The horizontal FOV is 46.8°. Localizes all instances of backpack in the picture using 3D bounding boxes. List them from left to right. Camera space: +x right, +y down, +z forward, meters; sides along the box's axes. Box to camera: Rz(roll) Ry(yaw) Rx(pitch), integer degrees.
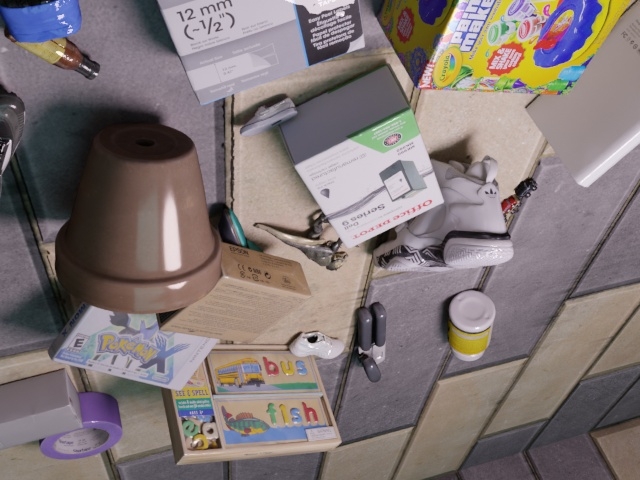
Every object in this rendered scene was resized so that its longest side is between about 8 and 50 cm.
[{"bbox_3d":[-0.329,-0.286,0.877,0.098,0.120,0.101,-18,145,-7],"label":"backpack"}]

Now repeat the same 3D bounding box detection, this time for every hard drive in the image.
[{"bbox_3d":[0.524,-0.267,1.287,0.040,0.203,0.307,13,132,-40],"label":"hard drive"}]

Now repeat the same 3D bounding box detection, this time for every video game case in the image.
[{"bbox_3d":[-0.314,0.148,1.456,0.300,0.036,0.329,-53,138,7],"label":"video game case"}]

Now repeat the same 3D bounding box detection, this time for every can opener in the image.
[{"bbox_3d":[0.140,0.272,1.899,0.076,0.095,0.283,-17,145,-9],"label":"can opener"}]

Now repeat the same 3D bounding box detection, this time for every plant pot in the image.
[{"bbox_3d":[-0.272,-0.051,1.146,0.263,0.263,0.229,-3,123,-25],"label":"plant pot"}]

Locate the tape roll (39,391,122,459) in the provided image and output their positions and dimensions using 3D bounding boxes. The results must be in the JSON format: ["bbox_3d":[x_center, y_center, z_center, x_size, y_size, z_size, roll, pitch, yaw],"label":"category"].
[{"bbox_3d":[-0.572,0.443,1.761,0.189,0.080,0.189,-14,144,-11],"label":"tape roll"}]

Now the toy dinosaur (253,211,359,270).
[{"bbox_3d":[0.000,0.000,1.495,0.118,0.064,0.268,-32,141,26],"label":"toy dinosaur"}]

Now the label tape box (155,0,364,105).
[{"bbox_3d":[-0.094,-0.358,0.915,0.249,0.115,0.347,-20,147,-3],"label":"label tape box"}]

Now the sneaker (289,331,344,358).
[{"bbox_3d":[0.001,0.259,1.846,0.152,0.053,0.061,5,134,-32],"label":"sneaker"}]

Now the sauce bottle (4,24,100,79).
[{"bbox_3d":[-0.351,-0.253,0.979,0.042,0.042,0.128,-36,141,20],"label":"sauce bottle"}]

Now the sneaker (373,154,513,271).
[{"bbox_3d":[0.238,-0.046,1.500,0.138,0.210,0.366,4,172,-32],"label":"sneaker"}]

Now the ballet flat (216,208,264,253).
[{"bbox_3d":[-0.163,0.012,1.414,0.074,0.074,0.203,-25,147,4],"label":"ballet flat"}]

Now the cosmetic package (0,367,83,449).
[{"bbox_3d":[-0.653,0.375,1.611,0.238,0.107,0.127,-15,145,-15],"label":"cosmetic package"}]

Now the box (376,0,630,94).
[{"bbox_3d":[0.273,-0.374,1.036,0.279,0.177,0.289,-3,141,-23],"label":"box"}]

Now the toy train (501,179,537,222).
[{"bbox_3d":[0.420,-0.076,1.643,0.036,0.027,0.158,8,135,-31],"label":"toy train"}]

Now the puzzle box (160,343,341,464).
[{"bbox_3d":[-0.163,0.365,1.711,0.409,0.272,0.052,5,138,-35],"label":"puzzle box"}]

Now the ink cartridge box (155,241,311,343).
[{"bbox_3d":[-0.167,0.104,1.404,0.193,0.088,0.235,-37,147,28],"label":"ink cartridge box"}]

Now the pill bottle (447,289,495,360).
[{"bbox_3d":[0.397,0.232,1.964,0.119,0.119,0.208,-18,145,-6],"label":"pill bottle"}]

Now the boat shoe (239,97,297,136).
[{"bbox_3d":[-0.088,-0.201,1.198,0.100,0.035,0.035,-24,169,11],"label":"boat shoe"}]

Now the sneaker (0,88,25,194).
[{"bbox_3d":[-0.478,-0.106,1.051,0.078,0.106,0.234,14,132,-42],"label":"sneaker"}]

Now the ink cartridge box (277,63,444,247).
[{"bbox_3d":[0.080,-0.136,1.296,0.211,0.121,0.289,-26,146,7],"label":"ink cartridge box"}]
